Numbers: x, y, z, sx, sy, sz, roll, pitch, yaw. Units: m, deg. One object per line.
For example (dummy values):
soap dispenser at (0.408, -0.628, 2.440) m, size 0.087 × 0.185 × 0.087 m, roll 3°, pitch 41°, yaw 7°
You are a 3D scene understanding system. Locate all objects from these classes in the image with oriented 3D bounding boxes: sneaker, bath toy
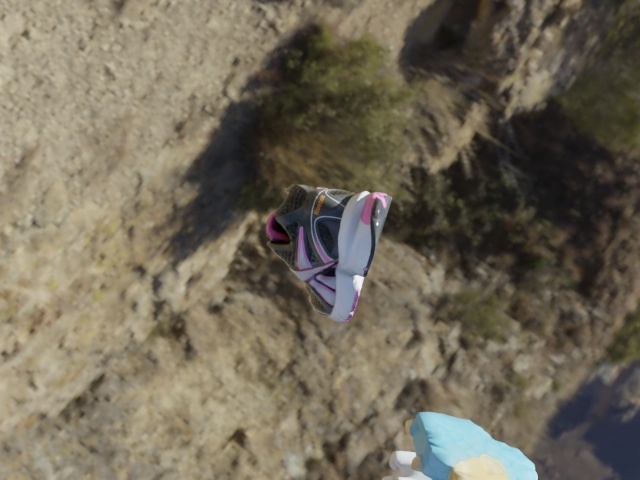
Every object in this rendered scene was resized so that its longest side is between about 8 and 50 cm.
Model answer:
sneaker at (0.000, 0.000, 0.757) m, size 0.178 × 0.077 × 0.072 m, roll 103°, pitch 6°, yaw -66°
bath toy at (0.111, 0.349, 1.150) m, size 0.151 × 0.129 × 0.348 m, roll -91°, pitch -164°, yaw -56°
